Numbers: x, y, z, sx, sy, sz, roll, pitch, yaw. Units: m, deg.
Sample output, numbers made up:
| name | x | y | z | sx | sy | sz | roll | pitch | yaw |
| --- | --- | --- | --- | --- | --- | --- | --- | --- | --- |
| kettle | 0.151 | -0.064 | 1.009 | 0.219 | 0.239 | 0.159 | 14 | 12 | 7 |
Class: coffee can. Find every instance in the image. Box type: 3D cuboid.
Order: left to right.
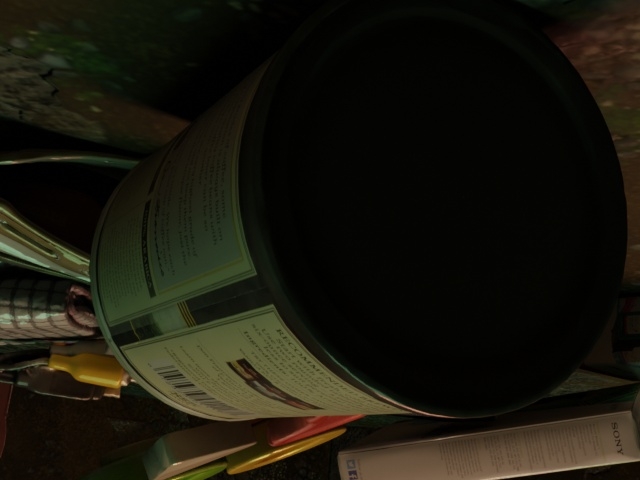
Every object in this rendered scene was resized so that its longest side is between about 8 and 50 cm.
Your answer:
| name | x | y | z | sx | sy | sz | roll | pitch | yaw |
| --- | --- | --- | --- | --- | --- | --- | --- | --- | --- |
| coffee can | 0.000 | 0.000 | 0.548 | 0.202 | 0.201 | 0.275 | 13 | 165 | -25 |

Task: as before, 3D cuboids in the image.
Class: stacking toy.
| name | x | y | z | sx | sy | sz | roll | pitch | yaw |
| --- | --- | --- | --- | --- | --- | --- | --- | --- | --- |
| stacking toy | -0.071 | 0.119 | 0.817 | 0.280 | 0.130 | 0.309 | -10 | 161 | -35 |

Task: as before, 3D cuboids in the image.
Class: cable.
| name | x | y | z | sx | sy | sz | roll | pitch | yaw |
| --- | --- | --- | --- | --- | --- | --- | --- | --- | --- |
| cable | -0.332 | 0.124 | 1.059 | 0.287 | 0.072 | 0.139 | 16 | -179 | -27 |

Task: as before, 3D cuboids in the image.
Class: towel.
| name | x | y | z | sx | sy | sz | roll | pitch | yaw |
| --- | --- | --- | --- | --- | --- | --- | --- | --- | --- |
| towel | -0.345 | 0.046 | 1.030 | 0.235 | 0.121 | 0.283 | -2 | 171 | -2 |

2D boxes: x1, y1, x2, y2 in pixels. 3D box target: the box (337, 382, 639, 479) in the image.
| name | x | y | z | sx | sy | sz | roll | pitch | yaw |
| --- | --- | --- | --- | --- | --- | --- | --- | --- | --- |
| box | 0.208 | 0.225 | 1.105 | 0.322 | 0.058 | 0.232 | -12 | 175 | 20 |

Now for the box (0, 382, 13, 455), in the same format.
| name | x | y | z | sx | sy | sz | roll | pitch | yaw |
| --- | --- | --- | --- | --- | --- | --- | --- | --- | --- |
| box | -0.525 | 0.214 | 1.270 | 0.143 | 0.191 | 0.381 | 12 | 178 | -32 |

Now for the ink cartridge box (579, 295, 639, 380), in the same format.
| name | x | y | z | sx | sy | sz | roll | pitch | yaw |
| --- | --- | --- | --- | --- | --- | --- | --- | --- | --- |
| ink cartridge box | 0.373 | 0.112 | 1.080 | 0.134 | 0.078 | 0.231 | 17 | 163 | -36 |

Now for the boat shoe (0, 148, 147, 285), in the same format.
| name | x | y | z | sx | sy | sz | roll | pitch | yaw |
| --- | --- | --- | --- | --- | --- | --- | --- | --- | --- |
| boat shoe | -0.135 | -0.004 | 0.765 | 0.302 | 0.113 | 0.103 | 9 | 167 | -18 |

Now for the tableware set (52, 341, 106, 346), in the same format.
| name | x | y | z | sx | sy | sz | roll | pitch | yaw |
| --- | --- | --- | --- | --- | --- | --- | --- | --- | --- |
| tableware set | -0.328 | 0.143 | 1.302 | 0.104 | 0.024 | 0.154 | 13 | 164 | -27 |

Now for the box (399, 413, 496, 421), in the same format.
| name | x | y | z | sx | sy | sz | roll | pitch | yaw |
| --- | --- | --- | --- | --- | --- | --- | --- | --- | --- |
| box | 0.084 | 0.114 | 1.054 | 0.207 | 0.153 | 0.108 | 12 | 165 | -21 |

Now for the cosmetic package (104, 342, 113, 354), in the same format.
| name | x | y | z | sx | sy | sz | roll | pitch | yaw |
| --- | --- | --- | --- | --- | --- | --- | --- | --- | --- |
| cosmetic package | -0.150 | 0.046 | 0.942 | 0.107 | 0.127 | 0.238 | 10 | 163 | -16 |
